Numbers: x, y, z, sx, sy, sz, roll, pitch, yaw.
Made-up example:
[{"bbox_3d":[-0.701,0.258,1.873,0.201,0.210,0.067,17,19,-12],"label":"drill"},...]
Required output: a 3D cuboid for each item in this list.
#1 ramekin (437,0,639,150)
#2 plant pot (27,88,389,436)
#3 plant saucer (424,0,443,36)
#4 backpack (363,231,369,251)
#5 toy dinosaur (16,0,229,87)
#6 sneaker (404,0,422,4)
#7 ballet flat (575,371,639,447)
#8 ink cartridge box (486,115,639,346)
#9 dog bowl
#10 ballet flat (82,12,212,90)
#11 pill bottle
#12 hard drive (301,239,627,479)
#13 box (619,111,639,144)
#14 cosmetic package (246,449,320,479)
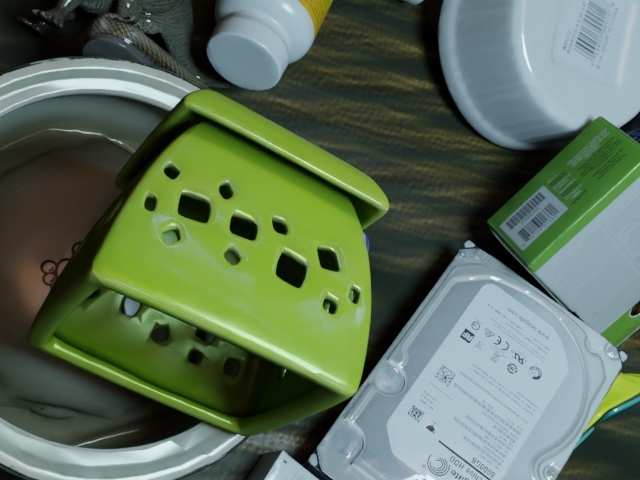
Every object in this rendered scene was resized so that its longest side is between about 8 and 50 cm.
[{"bbox_3d":[0.296,-0.251,1.320,0.277,0.135,0.277,-2,93,-30],"label":"ramekin"},{"bbox_3d":[-0.084,0.018,0.894,0.228,0.227,0.207,28,61,-17],"label":"plant pot"},{"bbox_3d":[0.229,-0.315,1.398,0.199,0.036,0.198,6,75,-23],"label":"plant saucer"},{"bbox_3d":[0.000,0.000,1.173,0.084,0.105,0.114,32,63,-40],"label":"backpack"},{"bbox_3d":[-0.216,-0.267,1.126,0.314,0.121,0.160,27,80,-13],"label":"toy dinosaur"},{"bbox_3d":[0.072,-0.448,1.311,0.152,0.114,0.305,2,76,-26],"label":"sneaker"},{"bbox_3d":[0.316,0.201,1.291,0.231,0.077,0.077,-28,76,-27],"label":"ballet flat"},{"bbox_3d":[0.350,0.002,1.303,0.189,0.097,0.255,-43,134,7],"label":"ink cartridge box"},{"bbox_3d":[-0.217,0.036,1.032,0.408,0.150,0.407,6,75,-24],"label":"dog bowl"},{"bbox_3d":[-0.148,-0.155,1.116,0.250,0.084,0.058,38,46,-40],"label":"ballet flat"},{"bbox_3d":[-0.049,-0.272,1.194,0.118,0.117,0.208,33,58,-15],"label":"pill bottle"},{"bbox_3d":[0.167,0.191,1.190,0.237,0.064,0.339,37,64,6],"label":"hard drive"},{"bbox_3d":[0.482,-0.160,1.405,0.143,0.165,0.270,45,63,-8],"label":"box"},{"bbox_3d":[-0.077,0.338,1.071,0.099,0.060,0.239,43,63,-12],"label":"cosmetic package"}]
